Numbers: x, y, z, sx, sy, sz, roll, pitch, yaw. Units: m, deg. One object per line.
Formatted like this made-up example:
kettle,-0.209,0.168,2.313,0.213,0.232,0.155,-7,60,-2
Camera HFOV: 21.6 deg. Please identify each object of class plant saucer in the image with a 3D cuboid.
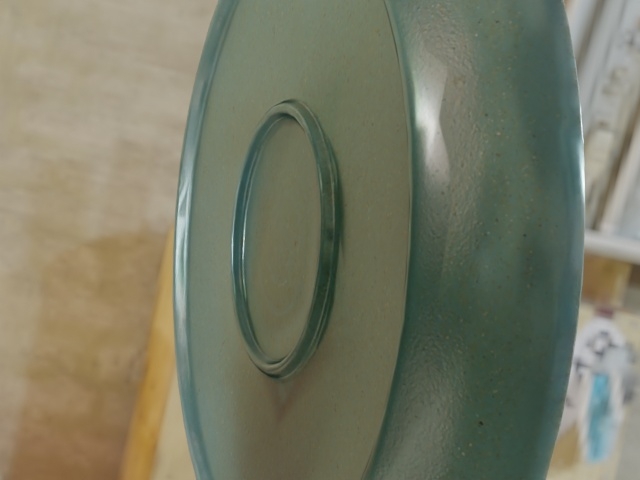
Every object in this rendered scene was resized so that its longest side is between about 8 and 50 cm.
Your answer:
plant saucer,0.000,0.000,0.625,0.044,0.317,0.317,4,4,-21
